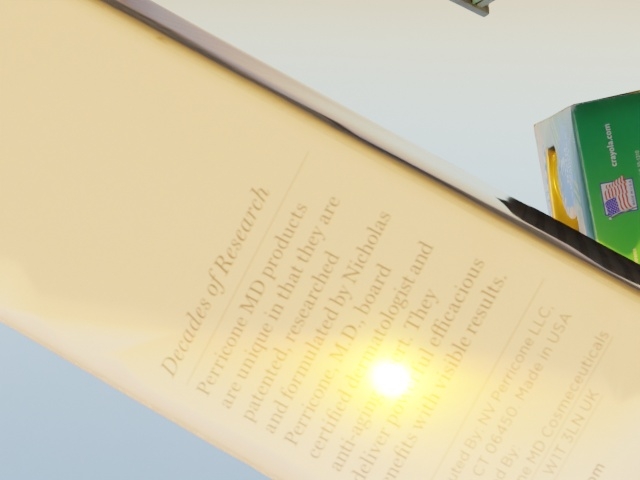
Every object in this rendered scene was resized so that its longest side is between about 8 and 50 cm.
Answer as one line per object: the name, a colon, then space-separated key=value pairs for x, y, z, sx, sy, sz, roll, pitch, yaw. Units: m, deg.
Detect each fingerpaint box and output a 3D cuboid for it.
fingerpaint box: x=0.368 y=0.060 z=1.526 sx=0.163 sy=0.444 sz=0.371 roll=-11 pitch=-178 yaw=4

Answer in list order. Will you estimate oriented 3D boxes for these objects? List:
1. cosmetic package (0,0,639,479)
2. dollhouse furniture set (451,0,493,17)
cosmetic package: x=-0.031 y=-0.001 z=0.712 sx=0.453 sy=0.161 sz=0.230 roll=29 pitch=-172 yaw=7
dollhouse furniture set: x=0.178 y=-0.328 z=1.258 sx=0.101 sy=0.160 sz=0.182 roll=18 pitch=152 yaw=-34
